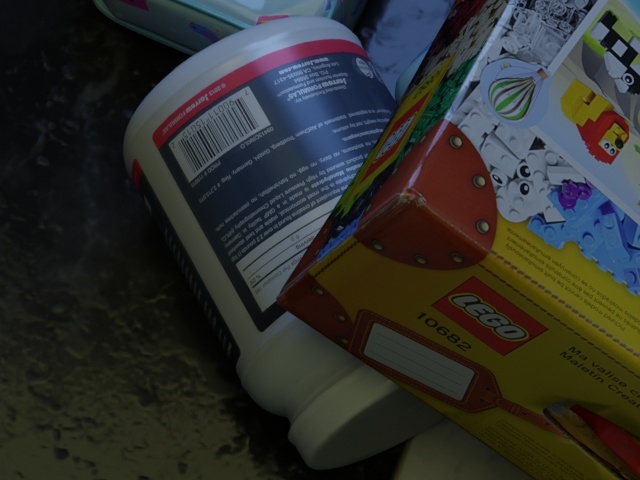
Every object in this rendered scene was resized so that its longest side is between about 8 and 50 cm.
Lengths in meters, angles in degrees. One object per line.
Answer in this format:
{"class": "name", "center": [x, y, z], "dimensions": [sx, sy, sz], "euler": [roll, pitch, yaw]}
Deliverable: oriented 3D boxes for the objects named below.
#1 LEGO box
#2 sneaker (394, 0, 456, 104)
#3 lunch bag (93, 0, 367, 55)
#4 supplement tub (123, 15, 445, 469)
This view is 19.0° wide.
{"class": "LEGO box", "center": [0.285, 0.008, 1.214], "dimensions": [0.500, 0.193, 0.372], "euler": [34, 61, -9]}
{"class": "sneaker", "center": [0.128, -0.221, 1.448], "dimensions": [0.319, 0.127, 0.208], "euler": [-39, 76, -24]}
{"class": "lunch bag", "center": [-0.049, -0.271, 1.471], "dimensions": [0.224, 0.108, 0.279], "euler": [21, 70, 9]}
{"class": "supplement tub", "center": [0.000, 0.000, 1.324], "dimensions": [0.191, 0.191, 0.272], "euler": [-26, 72, -10]}
